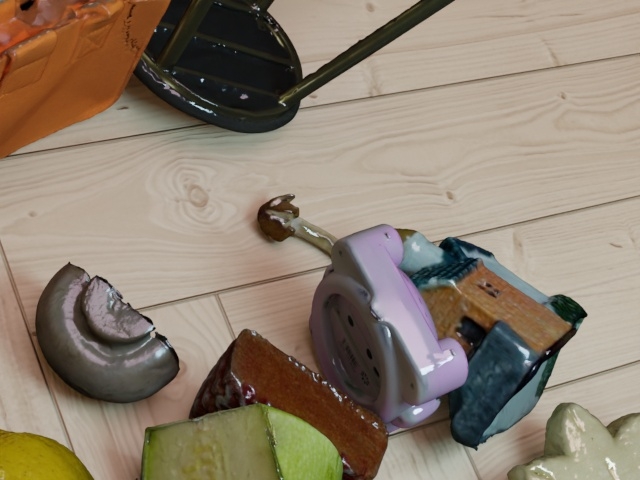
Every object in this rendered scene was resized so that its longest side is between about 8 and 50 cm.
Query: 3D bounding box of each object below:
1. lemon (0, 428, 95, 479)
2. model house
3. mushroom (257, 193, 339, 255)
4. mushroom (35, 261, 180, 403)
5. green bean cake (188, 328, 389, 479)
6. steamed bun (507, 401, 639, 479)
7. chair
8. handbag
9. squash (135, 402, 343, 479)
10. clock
[{"bbox_3d":[-0.320,0.316,1.478,0.204,0.204,0.260,-11,69,-28],"label":"lemon"},{"bbox_3d":[0.176,0.097,1.811,0.291,0.184,0.253,42,28,14],"label":"model house"},{"bbox_3d":[0.000,0.000,1.895,0.187,0.061,0.060,29,49,-9],"label":"mushroom"},{"bbox_3d":[-0.262,0.124,1.664,0.188,0.141,0.117,37,76,5],"label":"mushroom"},{"bbox_3d":[-0.034,0.217,1.663,0.233,0.198,0.097,28,55,-10],"label":"green bean cake"},{"bbox_3d":[0.361,0.349,1.789,0.295,0.137,0.292,-31,80,-26],"label":"steamed bun"},{"bbox_3d":[-0.062,-0.378,1.841,0.365,0.410,0.361,11,46,-34],"label":"chair"},{"bbox_3d":[-0.401,-0.193,1.691,0.410,0.303,0.116,-31,81,-34],"label":"handbag"},{"bbox_3d":[-0.101,0.371,1.531,0.210,0.234,0.308,43,46,-37],"label":"squash"},{"bbox_3d":[0.068,0.123,1.726,0.090,0.248,0.227,-19,70,-23],"label":"clock"}]
